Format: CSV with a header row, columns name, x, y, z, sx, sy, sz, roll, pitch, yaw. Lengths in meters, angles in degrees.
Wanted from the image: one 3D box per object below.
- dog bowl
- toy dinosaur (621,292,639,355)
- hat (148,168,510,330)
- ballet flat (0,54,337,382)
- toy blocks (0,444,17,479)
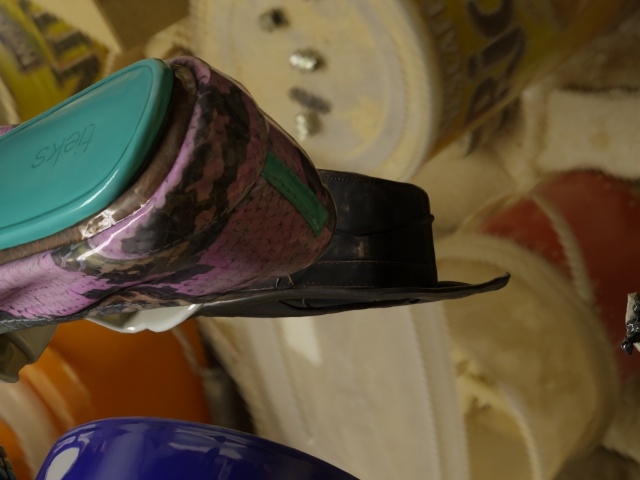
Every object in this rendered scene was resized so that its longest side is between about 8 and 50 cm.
name,x,y,z,sx,sy,sz,roll,pitch,yaw
dog bowl,-0.061,0.216,0.907,0.265,0.104,0.265,13,146,9
toy dinosaur,0.271,0.098,1.062,0.268,0.118,0.064,41,108,48
hat,0.000,0.000,1.330,0.331,0.331,0.133,-9,86,48
ballet flat,-0.086,0.004,0.417,0.222,0.076,0.079,-9,141,42
toy blocks,-0.420,0.285,1.519,0.381,0.261,0.191,58,-171,27
